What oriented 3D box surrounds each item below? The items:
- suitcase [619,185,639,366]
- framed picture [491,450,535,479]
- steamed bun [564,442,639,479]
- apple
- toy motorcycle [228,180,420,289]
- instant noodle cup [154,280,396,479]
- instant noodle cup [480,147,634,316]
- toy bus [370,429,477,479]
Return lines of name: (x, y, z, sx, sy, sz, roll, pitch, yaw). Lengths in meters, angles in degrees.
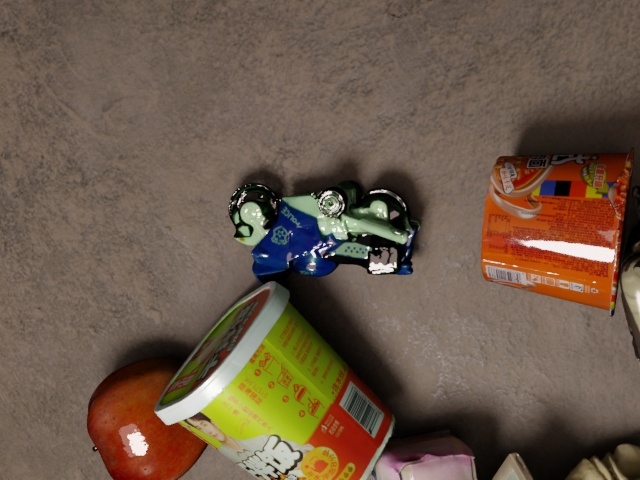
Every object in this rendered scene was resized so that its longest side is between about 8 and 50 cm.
suitcase: (0.528, 0.072, 1.119, 0.194, 0.351, 0.339, -15, 95, 25)
framed picture: (0.313, 0.501, 1.269, 0.024, 0.232, 0.314, -13, 142, -20)
steamed bun: (0.513, 0.441, 1.245, 0.289, 0.276, 0.203, 21, 93, 35)
apple: (-0.303, 0.321, 1.443, 0.234, 0.234, 0.233, 2, 100, 14)
toy motorcycle: (0.000, 0.000, 1.362, 0.331, 0.125, 0.196, 3, 102, 17)
instant noodle cup: (-0.062, 0.271, 1.329, 0.308, 0.294, 0.294, 43, 107, -10)
instant noodle cup: (0.355, -0.022, 1.211, 0.192, 0.250, 0.250, 7, 101, 21)
toy bus: (0.182, 0.512, 1.289, 0.171, 0.162, 0.386, -7, 86, -3)
